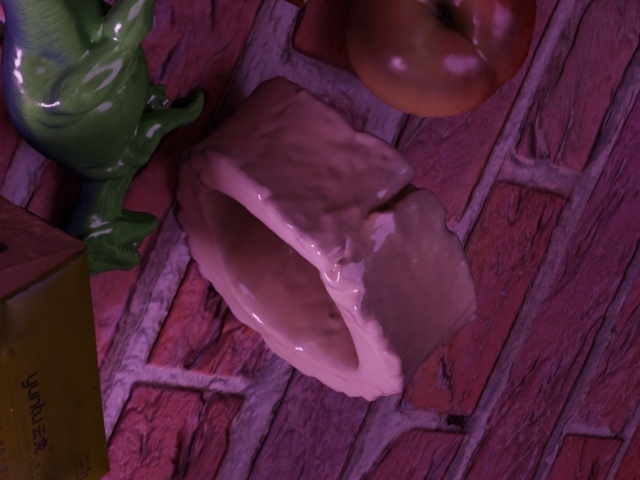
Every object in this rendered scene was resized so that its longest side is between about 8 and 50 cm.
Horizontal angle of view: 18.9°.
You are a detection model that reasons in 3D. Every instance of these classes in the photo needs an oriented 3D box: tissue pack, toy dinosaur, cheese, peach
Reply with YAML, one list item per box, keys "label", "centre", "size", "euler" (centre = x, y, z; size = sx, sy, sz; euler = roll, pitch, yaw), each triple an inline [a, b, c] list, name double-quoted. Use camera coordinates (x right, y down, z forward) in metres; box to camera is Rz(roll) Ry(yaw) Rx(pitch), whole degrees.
- label: "tissue pack"
  centre: [-0.320, 0.127, 1.755]
  size: [0.200, 0.167, 0.275]
  euler: [-33, 139, -36]
- label: "toy dinosaur"
  centre: [-0.277, -0.126, 1.705]
  size: [0.500, 0.144, 0.374]
  euler: [0, 126, -50]
- label: "cheese"
  centre: [0.004, -0.001, 1.990]
  size: [0.153, 0.292, 0.332]
  euler: [-46, 139, -21]
- label: "peach"
  centre: [0.128, -0.238, 2.097]
  size: [0.232, 0.232, 0.232]
  euler: [-33, 138, -36]

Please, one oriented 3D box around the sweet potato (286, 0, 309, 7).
- label: "sweet potato"
  centre: [-0.096, -0.320, 1.826]
  size: [0.072, 0.066, 0.314]
  euler: [-62, 145, -12]
